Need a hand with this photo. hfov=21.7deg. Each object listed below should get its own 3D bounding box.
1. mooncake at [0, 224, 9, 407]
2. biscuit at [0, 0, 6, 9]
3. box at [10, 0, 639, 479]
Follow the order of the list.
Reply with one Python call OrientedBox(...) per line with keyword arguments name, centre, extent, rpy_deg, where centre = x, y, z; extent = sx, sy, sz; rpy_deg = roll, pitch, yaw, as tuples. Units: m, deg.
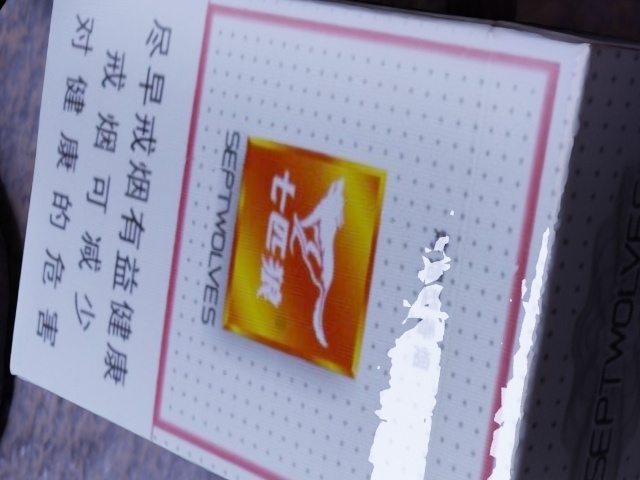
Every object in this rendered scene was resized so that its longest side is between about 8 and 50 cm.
OrientedBox(name="mooncake", centre=(-0.324, 0.044, 1.029), extent=(0.306, 0.154, 0.306), rpy_deg=(-3, 85, 46))
OrientedBox(name="biscuit", centre=(-0.249, -0.260, 0.774), extent=(0.091, 0.407, 0.408), rpy_deg=(6, 94, 19))
OrientedBox(name="box", centre=(-0.001, 0.001, 0.719), extent=(0.330, 0.095, 0.210), rpy_deg=(17, 103, 47))
